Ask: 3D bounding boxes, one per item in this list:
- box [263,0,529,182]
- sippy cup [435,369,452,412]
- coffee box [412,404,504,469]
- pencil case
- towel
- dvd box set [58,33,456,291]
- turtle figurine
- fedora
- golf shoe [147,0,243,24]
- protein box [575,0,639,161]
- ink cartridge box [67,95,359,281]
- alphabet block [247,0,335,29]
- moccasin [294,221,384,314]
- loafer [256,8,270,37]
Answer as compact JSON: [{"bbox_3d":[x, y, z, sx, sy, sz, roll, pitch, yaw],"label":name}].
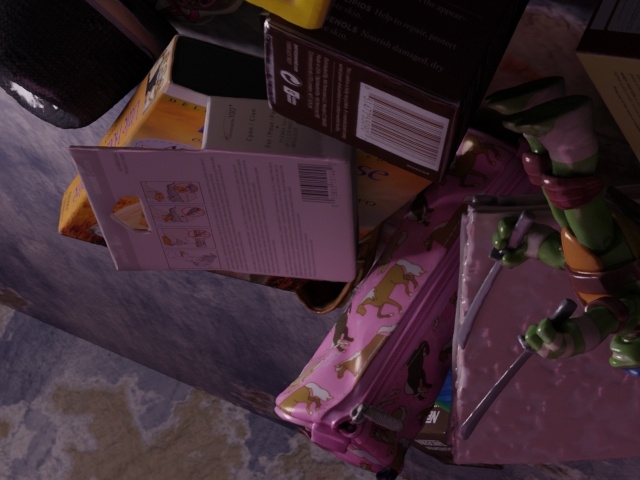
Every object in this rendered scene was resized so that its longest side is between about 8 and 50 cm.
[{"bbox_3d":[0.071,-0.189,1.273,0.167,0.203,0.168,24,162,8],"label":"box"},{"bbox_3d":[0.245,0.100,1.805,0.240,0.224,0.305,8,155,46],"label":"sippy cup"},{"bbox_3d":[0.209,0.161,1.986,0.098,0.247,0.141,33,161,-20],"label":"coffee box"},{"bbox_3d":[0.112,0.061,1.635,0.167,0.386,0.160,27,172,47],"label":"pencil case"},{"bbox_3d":[0.287,0.085,1.532,0.316,0.053,0.332,-3,126,-5],"label":"towel"},{"bbox_3d":[-0.082,-0.065,1.662,0.307,0.062,0.420,15,155,-20],"label":"dvd box set"},{"bbox_3d":[0.177,0.014,1.308,0.274,0.198,0.266,-6,110,31],"label":"turtle figurine"},{"bbox_3d":[-0.295,-0.227,1.633,0.334,0.152,0.334,38,173,5],"label":"fedora"},{"bbox_3d":[-0.128,-0.257,1.590,0.086,0.067,0.186,34,171,-40],"label":"golf shoe"},{"bbox_3d":[0.339,-0.131,1.178,0.201,0.136,0.200,13,158,38],"label":"protein box"},{"bbox_3d":[-0.094,-0.047,1.542,0.261,0.066,0.296,4,156,4],"label":"ink cartridge box"},{"bbox_3d":[-0.035,-0.304,1.111,0.193,0.197,0.192,25,163,2],"label":"alphabet block"},{"bbox_3d":[-0.003,-0.001,1.986,0.139,0.147,0.380,24,162,6],"label":"moccasin"},{"bbox_3d":[-0.001,-0.169,1.607,0.102,0.092,0.268,17,160,25],"label":"loafer"}]
